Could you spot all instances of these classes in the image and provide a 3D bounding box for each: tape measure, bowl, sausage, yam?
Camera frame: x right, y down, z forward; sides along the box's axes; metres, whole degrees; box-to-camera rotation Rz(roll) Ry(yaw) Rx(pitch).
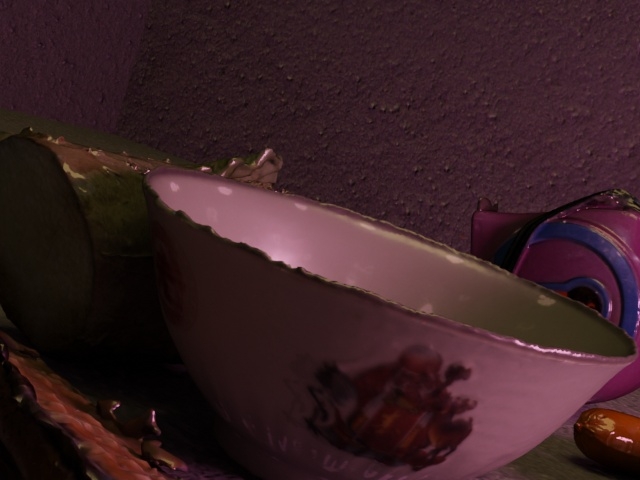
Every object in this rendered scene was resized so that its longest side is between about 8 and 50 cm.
[{"bbox_3d":[0.290,0.064,1.280,0.231,0.245,0.149,1,-6,35],"label":"tape measure"},{"bbox_3d":[0.022,0.078,0.736,0.337,0.157,0.337,18,8,-3],"label":"bowl"},{"bbox_3d":[0.304,0.193,1.031,0.183,0.054,0.062,17,37,-23],"label":"sausage"},{"bbox_3d":[-0.127,0.016,0.888,0.168,0.168,0.304,21,7,39],"label":"yam"}]

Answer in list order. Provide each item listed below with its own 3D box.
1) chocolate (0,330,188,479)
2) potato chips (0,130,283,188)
[{"bbox_3d":[-0.118,0.109,0.544,0.102,0.065,0.329,31,-3,-37],"label":"chocolate"},{"bbox_3d":[-0.241,-0.081,1.329,0.389,0.097,0.373,9,-9,1],"label":"potato chips"}]
